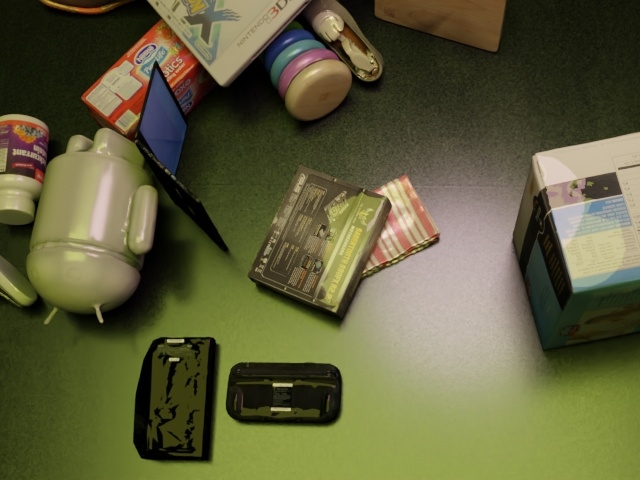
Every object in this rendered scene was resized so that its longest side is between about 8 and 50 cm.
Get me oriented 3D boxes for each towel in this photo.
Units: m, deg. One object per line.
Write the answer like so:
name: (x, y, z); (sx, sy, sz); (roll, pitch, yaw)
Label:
towel: (0.103, -0.022, 1.741); (0.197, 0.029, 0.144); (-27, 68, -3)

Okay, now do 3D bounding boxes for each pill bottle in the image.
pill bottle: (-0.581, -0.133, 1.823); (0.108, 0.108, 0.193); (-4, 69, 5)

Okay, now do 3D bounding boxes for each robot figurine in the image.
robot figurine: (-0.409, -0.020, 1.709); (0.300, 0.200, 0.353); (-9, 65, 37)

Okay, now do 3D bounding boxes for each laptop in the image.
laptop: (-0.233, -0.146, 1.719); (0.136, 0.234, 0.264); (-44, 70, -9)

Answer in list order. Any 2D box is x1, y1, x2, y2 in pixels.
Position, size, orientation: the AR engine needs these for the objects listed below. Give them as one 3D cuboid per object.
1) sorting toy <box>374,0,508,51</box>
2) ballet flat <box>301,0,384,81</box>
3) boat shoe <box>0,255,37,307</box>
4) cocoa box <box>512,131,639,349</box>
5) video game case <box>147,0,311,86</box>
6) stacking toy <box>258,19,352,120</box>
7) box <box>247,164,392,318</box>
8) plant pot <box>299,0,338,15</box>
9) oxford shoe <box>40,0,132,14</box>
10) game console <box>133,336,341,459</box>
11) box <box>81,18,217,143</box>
sorting toy: (0.238, -0.504, 1.792); (0.257, 0.255, 0.089); (20, 64, 14)
ballet flat: (0.044, -0.386, 1.809); (0.072, 0.213, 0.068); (-38, 23, 24)
boat shoe: (-0.624, 0.065, 1.774); (0.228, 0.080, 0.076); (37, 95, 15)
cocoa box: (0.454, 0.011, 1.515); (0.231, 0.347, 0.228); (-12, 69, 2)
video game case: (-0.180, -0.502, 1.741); (0.300, 0.036, 0.329); (-43, 82, 17)
stacking toy: (-0.076, -0.391, 1.860); (0.141, 0.141, 0.330); (-31, 63, -5)
box: (0.000, 0.000, 1.711); (0.183, 0.056, 0.231); (21, 80, 18)
plant pot: (-0.045, -0.645, 1.856); (0.341, 0.341, 0.334); (-33, 78, -6)
oxford shoe: (-0.422, -0.557, 1.952); (0.363, 0.133, 0.130); (-6, 69, 5)
game console: (-0.145, 0.276, 1.651); (0.361, 0.044, 0.213); (0, 71, 7)
box: (-0.317, -0.302, 1.847); (0.128, 0.122, 0.257); (38, 77, 17)
